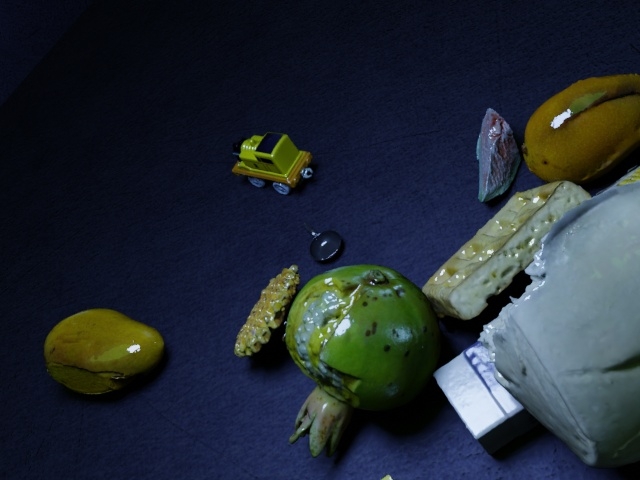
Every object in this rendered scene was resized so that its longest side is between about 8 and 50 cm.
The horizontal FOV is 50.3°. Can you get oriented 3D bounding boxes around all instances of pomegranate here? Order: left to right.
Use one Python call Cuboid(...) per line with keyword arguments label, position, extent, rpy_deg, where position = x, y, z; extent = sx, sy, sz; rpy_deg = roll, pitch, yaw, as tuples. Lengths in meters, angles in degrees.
Cuboid(label="pomegranate", position=(0.051, 0.182, 1.030), extent=(0.236, 0.236, 0.302), rpy_deg=(32, 109, 43))

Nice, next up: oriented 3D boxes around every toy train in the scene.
Cuboid(label="toy train", position=(-0.110, -0.172, 1.445), extent=(0.219, 0.127, 0.089), rpy_deg=(16, 65, 38))

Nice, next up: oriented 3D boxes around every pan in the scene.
Cuboid(label="pan", position=(0.000, 0.000, 1.313), extent=(0.068, 0.023, 0.115), rpy_deg=(-41, 48, -1))

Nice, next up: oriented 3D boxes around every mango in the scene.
Cuboid(label="mango", position=(-0.422, 0.216, 1.336), extent=(0.261, 0.130, 0.167), rpy_deg=(5, 54, 28))
Cuboid(label="mango", position=(0.439, -0.182, 1.091), extent=(0.236, 0.166, 0.136), rpy_deg=(-24, 51, 15))

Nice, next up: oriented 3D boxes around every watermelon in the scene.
Cuboid(label="watermelon", position=(0.307, -0.147, 1.202), extent=(0.081, 0.094, 0.180), rpy_deg=(-7, 68, 24))

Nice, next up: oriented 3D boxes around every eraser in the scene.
Cuboid(label="eraser", position=(0.309, 0.166, 0.953), extent=(0.279, 0.081, 0.124), rpy_deg=(-35, 46, 3))

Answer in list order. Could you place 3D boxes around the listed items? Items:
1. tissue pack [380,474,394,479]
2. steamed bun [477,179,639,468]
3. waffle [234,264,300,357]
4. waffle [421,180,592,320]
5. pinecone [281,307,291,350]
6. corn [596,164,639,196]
Cuboid(label="tissue pack", position=(0.054, 0.416, 0.930), extent=(0.176, 0.062, 0.095), rpy_deg=(-36, 43, 3))
Cuboid(label="steamed bun", position=(0.329, 0.087, 0.766), extent=(0.290, 0.272, 0.273), rpy_deg=(-40, 48, 3))
Cuboid(label="waffle", position=(-0.095, 0.128, 1.203), extent=(0.191, 0.038, 0.191), rpy_deg=(-52, 12, 15))
Cuboid(label="waffle", position=(0.274, 0.013, 1.052), extent=(0.274, 0.057, 0.168), rpy_deg=(-44, 5, -5))
Cuboid(label="pinecone", position=(-0.026, 0.151, 1.162), extent=(0.109, 0.102, 0.102), rpy_deg=(12, 62, 54))
Cuboid(label="corn", position=(0.505, -0.062, 0.997), extent=(0.305, 0.122, 0.123), rpy_deg=(-34, 14, 1))
